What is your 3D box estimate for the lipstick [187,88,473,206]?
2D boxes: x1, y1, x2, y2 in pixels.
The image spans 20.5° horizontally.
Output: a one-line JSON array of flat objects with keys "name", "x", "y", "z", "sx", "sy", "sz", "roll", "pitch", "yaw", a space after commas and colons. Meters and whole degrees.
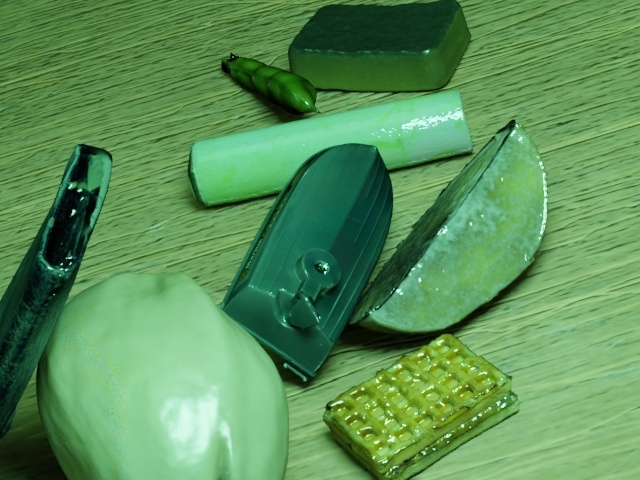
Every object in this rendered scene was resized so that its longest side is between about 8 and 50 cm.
[{"name": "lipstick", "x": 0.008, "y": -0.100, "z": 1.896, "sx": 0.304, "sy": 0.076, "sz": 0.076, "roll": -12, "pitch": 34, "yaw": 6}]

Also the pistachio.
[{"name": "pistachio", "x": -0.133, "y": 0.156, "z": 1.486, "sx": 0.226, "sy": 0.207, "sz": 0.332, "roll": -56, "pitch": 36, "yaw": 17}]

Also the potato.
[{"name": "potato", "x": 0.133, "y": 0.019, "z": 1.692, "sx": 0.261, "sy": 0.100, "sz": 0.120, "roll": -51, "pitch": 4, "yaw": -20}]

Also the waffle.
[{"name": "waffle", "x": 0.087, "y": 0.147, "z": 1.543, "sx": 0.148, "sy": 0.042, "sz": 0.102, "roll": -30, "pitch": 38, "yaw": -19}]

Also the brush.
[{"name": "brush", "x": 0.067, "y": -0.229, "z": 2.069, "sx": 0.197, "sy": 0.059, "sz": 0.123, "roll": 2, "pitch": 37, "yaw": 24}]

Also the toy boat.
[{"name": "toy boat", "x": -0.002, "y": 0.003, "z": 1.703, "sx": 0.122, "sy": 0.114, "sz": 0.296, "roll": -46, "pitch": 12, "yaw": 42}]

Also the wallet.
[{"name": "wallet", "x": -0.275, "y": 0.102, "z": 1.518, "sx": 0.046, "sy": 0.379, "sz": 0.191, "roll": 23, "pitch": 33, "yaw": -14}]

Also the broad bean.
[{"name": "broad bean", "x": -0.048, "y": -0.176, "z": 2.026, "sx": 0.043, "sy": 0.060, "sz": 0.297, "roll": -63, "pitch": 23, "yaw": 3}]
